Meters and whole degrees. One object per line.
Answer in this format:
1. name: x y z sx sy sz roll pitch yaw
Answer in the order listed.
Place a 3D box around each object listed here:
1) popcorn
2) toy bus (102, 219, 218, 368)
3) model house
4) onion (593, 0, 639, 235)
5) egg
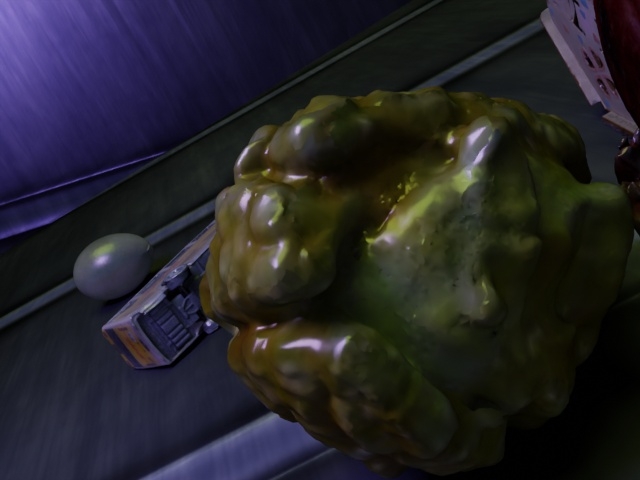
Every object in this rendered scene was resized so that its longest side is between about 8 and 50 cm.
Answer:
1. popcorn: 0.077 0.028 0.565 0.274 0.335 0.279 -30 53 48
2. toy bus: -0.163 0.046 1.132 0.138 0.097 0.342 -20 22 46
3. model house: 0.387 -0.240 0.887 0.169 0.244 0.326 -30 53 5
4. onion: 0.302 -0.095 0.497 0.285 0.347 0.347 -50 8 32
5. egg: -0.377 0.046 1.402 0.152 0.114 0.114 -29 19 -2
